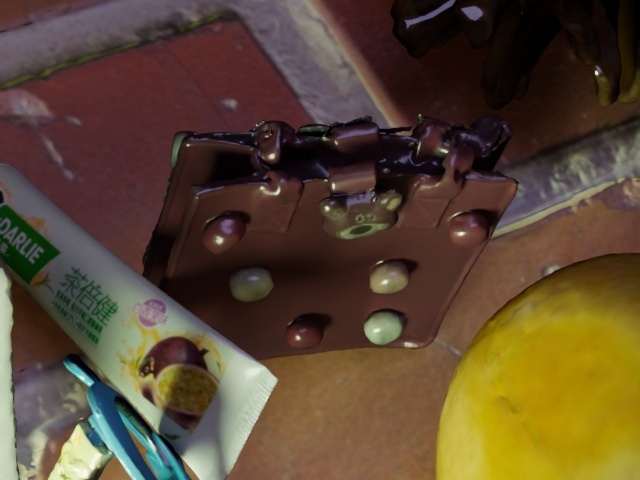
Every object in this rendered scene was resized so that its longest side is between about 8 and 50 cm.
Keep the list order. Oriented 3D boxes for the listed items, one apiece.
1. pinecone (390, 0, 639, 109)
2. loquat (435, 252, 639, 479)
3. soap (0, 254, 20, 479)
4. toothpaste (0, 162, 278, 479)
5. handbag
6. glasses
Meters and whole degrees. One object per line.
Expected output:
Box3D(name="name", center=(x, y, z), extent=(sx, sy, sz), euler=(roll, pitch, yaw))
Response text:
Box3D(name="pinecone", center=(0.199, -0.252, 1.288), extent=(0.384, 0.384, 0.384), euler=(7, 55, -10))
Box3D(name="loquat", center=(0.195, 0.135, 1.082), extent=(0.263, 0.263, 0.263), euler=(7, 55, -10))
Box3D(name="soap", center=(-0.334, 0.030, 0.883), extent=(0.350, 0.435, 0.213), euler=(-13, 55, -18))
Box3D(name="toothpaste", center=(-0.141, 0.030, 1.117), extent=(0.056, 0.058, 0.314), euler=(-34, 51, -23))
Box3D(name="handbag", center=(0.000, 0.003, 1.127), extent=(0.203, 0.216, 0.074), euler=(-3, 62, -18))
Box3D(name="glasses", center=(-0.110, 0.193, 0.984), extent=(0.102, 0.239, 0.207), euler=(18, 72, 20))
